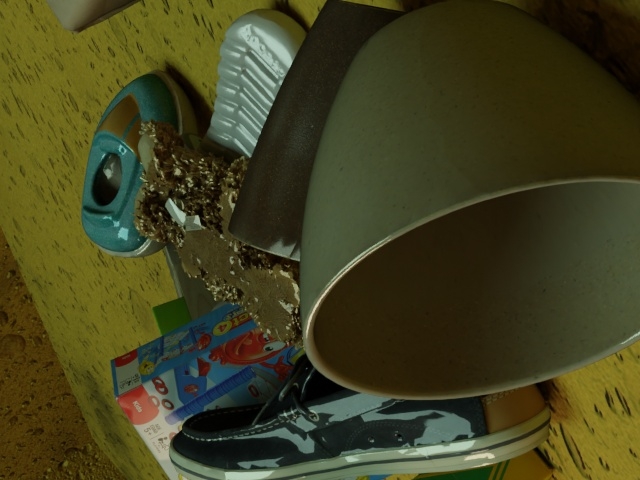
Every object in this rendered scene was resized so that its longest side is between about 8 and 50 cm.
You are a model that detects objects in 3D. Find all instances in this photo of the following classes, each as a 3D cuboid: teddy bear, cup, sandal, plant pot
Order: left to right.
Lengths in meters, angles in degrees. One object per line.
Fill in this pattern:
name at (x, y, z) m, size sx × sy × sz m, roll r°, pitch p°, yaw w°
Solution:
teddy bear at (-0.103, -0.014, 1.828) m, size 0.338 × 0.113 × 0.245 m, roll 25°, pitch 129°, yaw 38°
sandal at (-0.057, -0.114, 1.848) m, size 0.169 × 0.102 × 0.416 m, roll 37°, pitch 142°, yaw 14°
plant pot at (0.039, -0.102, 1.430) m, size 0.215 × 0.215 × 0.230 m, roll 26°, pitch 108°, yaw 57°
cup at (0.128, -0.051, 1.229) m, size 0.331 × 0.331 × 0.237 m, roll 94°, pitch 166°, yaw -59°

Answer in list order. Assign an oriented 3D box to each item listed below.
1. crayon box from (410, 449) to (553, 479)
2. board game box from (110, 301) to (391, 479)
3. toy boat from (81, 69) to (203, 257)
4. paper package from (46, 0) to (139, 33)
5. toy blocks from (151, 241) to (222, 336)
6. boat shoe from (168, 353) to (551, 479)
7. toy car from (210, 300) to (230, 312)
crayon box at (0.112, 0.401, 1.867) m, size 0.106 × 0.313 × 0.363 m, roll 47°, pitch 157°, yaw 21°
board game box at (-0.065, 0.221, 1.984) m, size 0.308 × 0.302 × 0.086 m, roll 61°, pitch -175°, yaw -30°
toy boat at (-0.221, -0.107, 2.086) m, size 0.318 × 0.148 × 0.267 m, roll 5°, pitch 83°, yaw 47°
paper package at (-0.280, -0.439, 1.780) m, size 0.309 × 0.168 × 0.325 m, roll 59°, pitch 162°, yaw -3°
toy blocks at (-0.136, 0.142, 2.263) m, size 0.261 × 0.191 × 0.381 m, roll 99°, pitch 152°, yaw -73°
boat shoe at (0.026, 0.187, 1.761) m, size 0.500 × 0.187 × 0.156 m, roll -13°, pitch 97°, yaw 36°
toy car at (-0.056, 0.100, 2.045) m, size 0.136 × 0.182 × 0.159 m, roll 38°, pitch -175°, yaw 9°
